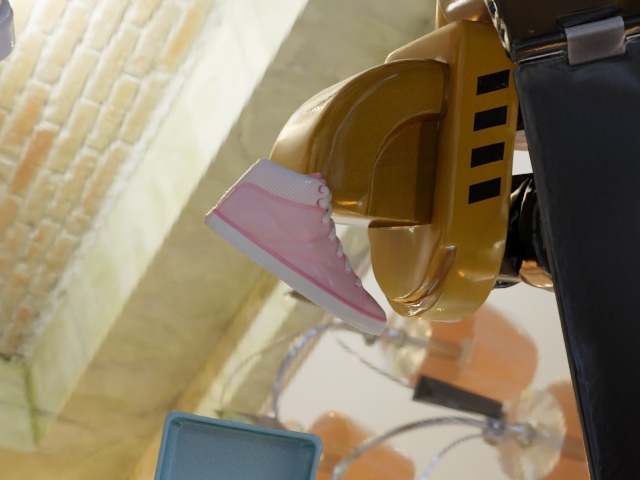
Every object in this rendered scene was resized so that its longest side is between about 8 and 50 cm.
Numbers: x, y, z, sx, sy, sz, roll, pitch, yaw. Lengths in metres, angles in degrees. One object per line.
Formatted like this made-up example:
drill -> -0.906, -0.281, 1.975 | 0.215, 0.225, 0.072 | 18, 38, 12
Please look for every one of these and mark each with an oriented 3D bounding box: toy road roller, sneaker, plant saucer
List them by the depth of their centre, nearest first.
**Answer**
plant saucer -> -0.050, 0.170, 0.485 | 0.018, 0.067, 0.192 | -171, -88, -84
sneaker -> 0.000, 0.000, 0.719 | 0.070, 0.134, 0.051 | -54, -173, -1
toy road roller -> 0.095, -0.105, 0.842 | 0.202, 0.241, 0.329 | 178, -83, -72

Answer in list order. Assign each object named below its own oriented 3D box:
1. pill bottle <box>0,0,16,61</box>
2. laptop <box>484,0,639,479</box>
pill bottle -> -0.330, -0.282, 0.957 | 0.152, 0.152, 0.272 | -115, -160, -50
laptop -> 0.297, -0.085, 0.674 | 0.407, 0.382, 0.236 | -98, 176, -50
